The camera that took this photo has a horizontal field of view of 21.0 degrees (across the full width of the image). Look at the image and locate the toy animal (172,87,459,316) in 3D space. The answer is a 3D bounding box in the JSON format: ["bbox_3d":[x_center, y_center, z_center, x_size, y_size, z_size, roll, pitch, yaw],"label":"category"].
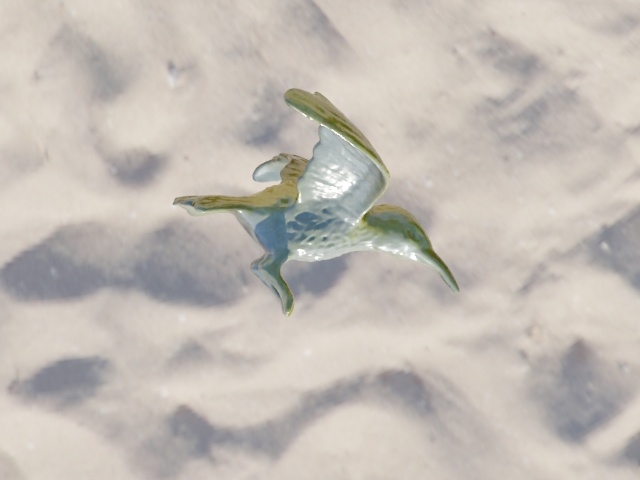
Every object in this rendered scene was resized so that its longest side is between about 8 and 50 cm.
[{"bbox_3d":[0.000,0.000,0.980,0.155,0.219,0.095,46,80,-6],"label":"toy animal"}]
